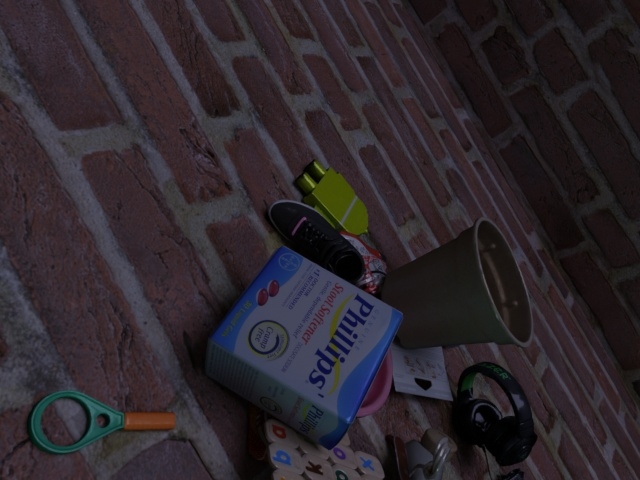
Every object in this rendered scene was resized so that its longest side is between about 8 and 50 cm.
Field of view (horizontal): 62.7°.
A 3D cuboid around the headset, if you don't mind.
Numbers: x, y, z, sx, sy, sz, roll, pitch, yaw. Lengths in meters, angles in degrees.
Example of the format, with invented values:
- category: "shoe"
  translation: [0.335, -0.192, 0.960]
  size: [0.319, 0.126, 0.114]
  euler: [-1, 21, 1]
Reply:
- category: "headset"
  translation: [0.510, 0.533, 1.487]
  size: [0.185, 0.243, 0.395]
  euler: [-9, 102, -25]

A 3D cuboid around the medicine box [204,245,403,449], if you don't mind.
- category: "medicine box"
  translation: [-0.029, 0.199, 1.020]
  size: [0.289, 0.149, 0.264]
  euler: [28, 50, 8]

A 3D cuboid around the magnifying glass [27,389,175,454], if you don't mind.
- category: "magnifying glass"
  translation: [-0.338, 0.286, 0.834]
  size: [0.230, 0.026, 0.092]
  euler: [19, 52, -43]

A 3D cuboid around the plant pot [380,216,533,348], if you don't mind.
- category: "plant pot"
  translation: [0.341, 0.146, 1.375]
  size: [0.333, 0.305, 0.334]
  euler: [33, 46, -41]

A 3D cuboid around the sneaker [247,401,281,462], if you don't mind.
- category: "sneaker"
  translation: [-0.107, 0.349, 1.045]
  size: [0.067, 0.064, 0.175]
  euler: [48, 38, -48]

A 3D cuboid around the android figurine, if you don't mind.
- category: "android figurine"
  translation: [0.043, -0.105, 1.531]
  size: [0.273, 0.056, 0.248]
  euler: [47, 37, -15]

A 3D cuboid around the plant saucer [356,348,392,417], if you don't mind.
- category: "plant saucer"
  translation: [0.037, 0.255, 1.247]
  size: [0.332, 0.084, 0.332]
  euler: [30, 45, -35]

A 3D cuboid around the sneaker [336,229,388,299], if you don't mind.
- category: "sneaker"
  translation: [0.097, 0.077, 1.436]
  size: [0.270, 0.090, 0.145]
  euler: [27, 44, -40]

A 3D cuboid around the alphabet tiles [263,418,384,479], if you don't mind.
- category: "alphabet tiles"
  translation: [0.020, 0.432, 0.961]
  size: [0.277, 0.021, 0.284]
  euler: [29, 18, -24]

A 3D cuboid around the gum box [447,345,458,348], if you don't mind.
- category: "gum box"
  translation: [0.385, 0.224, 1.649]
  size: [0.184, 0.041, 0.157]
  euler: [57, 24, -43]

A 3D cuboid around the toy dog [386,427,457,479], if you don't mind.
- category: "toy dog"
  translation: [0.183, 0.507, 1.168]
  size: [0.220, 0.160, 0.334]
  euler: [-60, 154, -10]

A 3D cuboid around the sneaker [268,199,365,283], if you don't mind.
- category: "sneaker"
  translation: [0.001, 0.000, 1.298]
  size: [0.295, 0.105, 0.147]
  euler: [37, 3, -11]

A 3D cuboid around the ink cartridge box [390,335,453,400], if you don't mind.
- category: "ink cartridge box"
  translation: [0.252, 0.323, 1.471]
  size: [0.275, 0.060, 0.239]
  euler: [22, 50, -40]
